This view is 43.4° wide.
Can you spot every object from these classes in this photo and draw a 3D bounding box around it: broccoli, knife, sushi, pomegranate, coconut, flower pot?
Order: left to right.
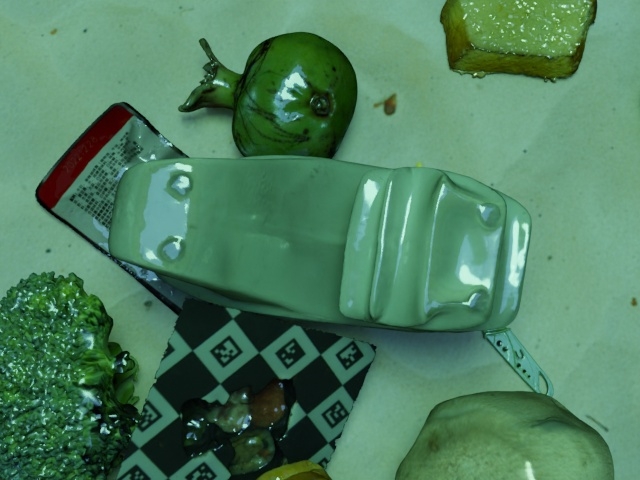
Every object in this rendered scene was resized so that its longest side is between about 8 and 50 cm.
[{"bbox_3d":[-0.257,0.161,0.796,0.226,0.198,0.176,48,44,-21],"label":"broccoli"},{"bbox_3d":[-0.082,0.176,0.804,0.220,0.047,0.231,17,100,-30],"label":"sushi"},{"bbox_3d":[-0.059,-0.159,0.881,0.191,0.131,0.152,22,83,10],"label":"pomegranate"},{"bbox_3d":[0.000,0.000,0.776,0.368,0.254,0.164,7,88,-3],"label":"flower pot"},{"bbox_3d":[0.190,0.094,0.896,0.030,0.014,0.207,-38,83,-9],"label":"knife"},{"bbox_3d":[0.182,0.244,0.779,0.224,0.224,0.224,0,79,-1],"label":"coconut"}]

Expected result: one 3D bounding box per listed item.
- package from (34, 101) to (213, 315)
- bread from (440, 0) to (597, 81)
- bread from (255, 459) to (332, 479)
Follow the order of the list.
[{"bbox_3d":[-0.184,-0.036,0.901,0.239,0.030,0.154,38,79,1],"label":"package"},{"bbox_3d":[0.235,-0.246,0.939,0.187,0.065,0.103,6,74,-2],"label":"bread"},{"bbox_3d":[-0.092,0.361,0.726,0.344,0.149,0.195,-34,106,-25],"label":"bread"}]
